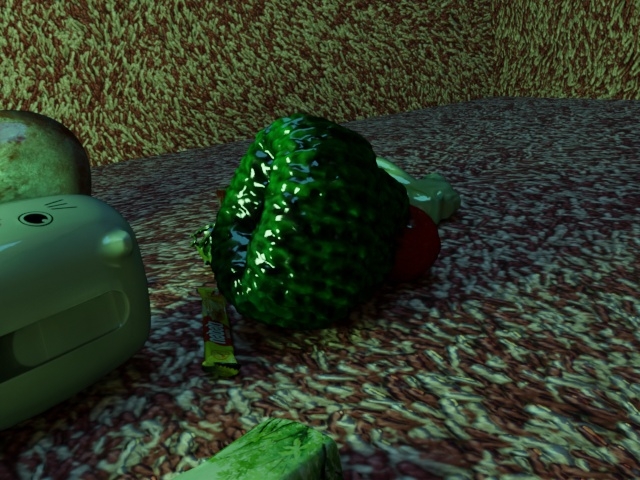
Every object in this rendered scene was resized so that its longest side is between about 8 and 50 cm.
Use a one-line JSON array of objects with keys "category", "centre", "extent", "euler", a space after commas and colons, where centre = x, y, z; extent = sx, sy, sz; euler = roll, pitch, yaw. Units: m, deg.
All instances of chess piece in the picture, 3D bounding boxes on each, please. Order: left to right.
[{"category": "chess piece", "centre": [0.144, -0.108, 1.352], "extent": [0.298, 0.176, 0.176], "euler": [15, 25, 24]}]

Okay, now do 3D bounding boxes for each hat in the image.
[{"category": "hat", "centre": [0.039, -0.003, 0.903], "extent": [0.332, 0.274, 0.242], "euler": [16, 13, -33]}]

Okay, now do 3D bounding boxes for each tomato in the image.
[{"category": "tomato", "centre": [-0.662, -0.130, 1.459], "extent": [0.316, 0.317, 0.282], "euler": [-17, 42, -29]}]

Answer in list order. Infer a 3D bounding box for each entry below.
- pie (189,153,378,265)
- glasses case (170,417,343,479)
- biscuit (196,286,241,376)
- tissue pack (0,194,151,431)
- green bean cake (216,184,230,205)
[{"category": "pie", "centre": [-0.042, -0.062, 1.141], "extent": [0.371, 0.078, 0.296], "euler": [-35, -19, 33]}, {"category": "glasses case", "centre": [-0.104, 0.215, 0.456], "extent": [0.095, 0.062, 0.272], "euler": [7, 21, 40]}, {"category": "biscuit", "centre": [-0.140, 0.114, 0.891], "extent": [0.048, 0.026, 0.292], "euler": [9, 13, -14]}, {"category": "tissue pack", "centre": [-0.352, 0.080, 0.730], "extent": [0.236, 0.229, 0.333], "euler": [6, 21, 41]}, {"category": "green bean cake", "centre": [-0.169, -0.111, 1.619], "extent": [0.135, 0.056, 0.135], "euler": [-19, 18, -35]}]
